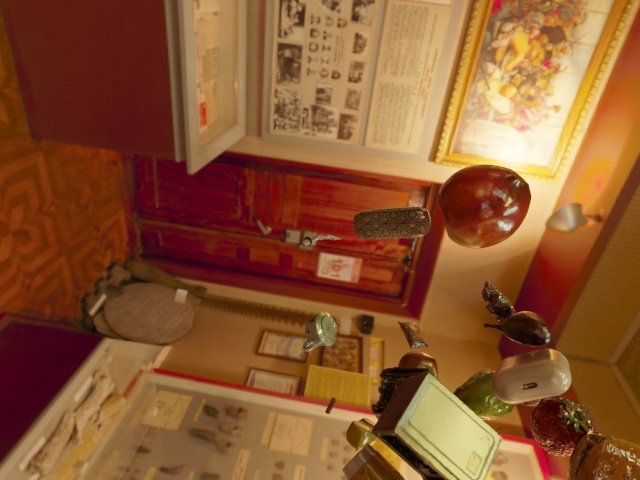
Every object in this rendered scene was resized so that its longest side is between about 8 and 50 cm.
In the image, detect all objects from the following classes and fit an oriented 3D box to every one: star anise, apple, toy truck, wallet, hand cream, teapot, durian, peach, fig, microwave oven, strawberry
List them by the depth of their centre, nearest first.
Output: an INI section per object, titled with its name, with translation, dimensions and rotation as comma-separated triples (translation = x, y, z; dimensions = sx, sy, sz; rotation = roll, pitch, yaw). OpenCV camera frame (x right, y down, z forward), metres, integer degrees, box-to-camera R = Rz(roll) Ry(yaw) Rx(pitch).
[microwave oven]
translation = 0.411, 0.698, 1.547
dimensions = 0.286, 0.355, 0.218
rotation = -48, 176, -31
[peach]
translation = 0.705, -0.153, 1.854
dimensions = 0.388, 0.387, 0.389
rotation = 9, 90, -86
[toy truck]
translation = 0.316, 0.707, 1.893
dimensions = 0.116, 0.110, 0.216
rotation = 60, 38, -18
[strawberry]
translation = 1.052, 0.823, 1.904
dimensions = 0.277, 0.257, 0.257
rotation = -55, -166, 39
[fig]
translation = 0.873, 0.388, 1.915
dimensions = 0.170, 0.274, 0.146
rotation = -22, 111, -63
[wallet]
translation = 0.435, 0.691, 2.014
dimensions = 0.221, 0.262, 0.071
rotation = 58, 39, -18
[teapot]
translation = -0.014, 0.428, 2.020
dimensions = 0.232, 0.158, 0.159
rotation = -62, 162, -53
[durian]
translation = 0.787, 0.743, 2.057
dimensions = 0.205, 0.339, 0.256
rotation = 57, -7, 1
[hand cream]
translation = -0.001, -0.004, 2.105
dimensions = 0.256, 0.084, 0.050
rotation = -9, 89, -47
[star anise]
translation = 0.924, 0.358, 2.197
dimensions = 0.332, 0.117, 0.332
rotation = 53, 17, -24
[apple]
translation = 0.527, 0.707, 2.335
dimensions = 0.188, 0.210, 0.211
rotation = 145, -44, -74

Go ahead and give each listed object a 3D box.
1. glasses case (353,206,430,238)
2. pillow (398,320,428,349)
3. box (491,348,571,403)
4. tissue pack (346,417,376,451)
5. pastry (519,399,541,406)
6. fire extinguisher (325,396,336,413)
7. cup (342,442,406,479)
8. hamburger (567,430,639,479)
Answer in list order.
[glasses case]
translation = 0.322, -0.080, 1.971
dimensions = 0.085, 0.354, 0.137
rotation = -48, 131, -60
[pillow]
translation = 0.477, 0.482, 2.214
dimensions = 0.185, 0.118, 0.043
rotation = -112, -144, -47
[box]
translation = 0.846, 0.542, 1.730
dimensions = 0.349, 0.288, 0.141
rotation = 5, 64, -63
[tissue pack]
translation = 0.213, 0.998, 2.211
dimensions = 0.178, 0.123, 0.127
rotation = 19, 93, -53
[pastry]
translation = 1.070, 0.770, 2.264
dimensions = 0.219, 0.228, 0.100
rotation = 62, 15, 10
[fire extinguisher]
translation = 0.044, 0.679, 1.776
dimensions = 0.083, 0.028, 0.022
rotation = -65, -149, 17
[cup]
translation = 0.203, 0.906, 1.616
dimensions = 0.185, 0.226, 0.241
rotation = -42, 158, -6
[hamburger]
translation = 1.060, 0.853, 1.534
dimensions = 0.174, 0.304, 0.285
rotation = 82, 26, -77
